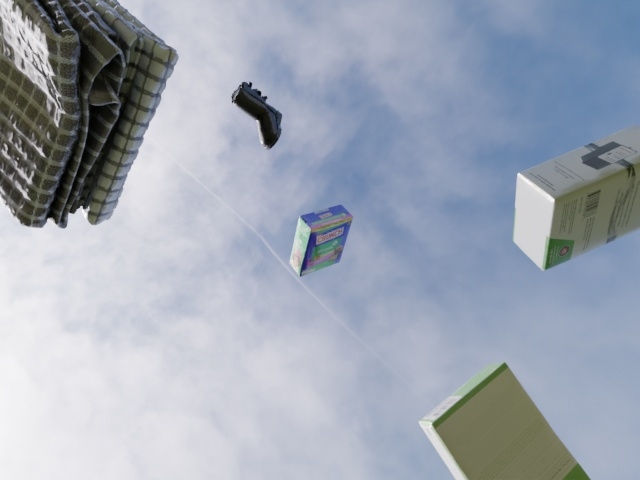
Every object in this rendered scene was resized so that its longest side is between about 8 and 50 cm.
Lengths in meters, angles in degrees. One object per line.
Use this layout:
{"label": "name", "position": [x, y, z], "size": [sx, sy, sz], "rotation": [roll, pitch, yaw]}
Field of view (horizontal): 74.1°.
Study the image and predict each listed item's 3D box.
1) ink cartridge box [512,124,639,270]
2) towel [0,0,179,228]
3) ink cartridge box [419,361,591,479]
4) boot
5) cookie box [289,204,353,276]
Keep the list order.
{"label": "ink cartridge box", "position": [0.421, -0.065, 0.662], "size": [0.208, 0.087, 0.153], "rotation": [-22, -49, -3]}
{"label": "towel", "position": [-0.319, -0.177, 0.461], "size": [0.283, 0.121, 0.235], "rotation": [42, -66, 16]}
{"label": "ink cartridge box", "position": [0.289, 0.334, 0.651], "size": [0.171, 0.056, 0.235], "rotation": [-29, -103, -21]}
{"label": "boot", "position": [-0.120, -0.234, 0.787], "size": [0.045, 0.121, 0.099], "rotation": [-32, -51, 32]}
{"label": "cookie box", "position": [0.000, 0.000, 0.724], "size": [0.091, 0.040, 0.107], "rotation": [-18, -41, -34]}
